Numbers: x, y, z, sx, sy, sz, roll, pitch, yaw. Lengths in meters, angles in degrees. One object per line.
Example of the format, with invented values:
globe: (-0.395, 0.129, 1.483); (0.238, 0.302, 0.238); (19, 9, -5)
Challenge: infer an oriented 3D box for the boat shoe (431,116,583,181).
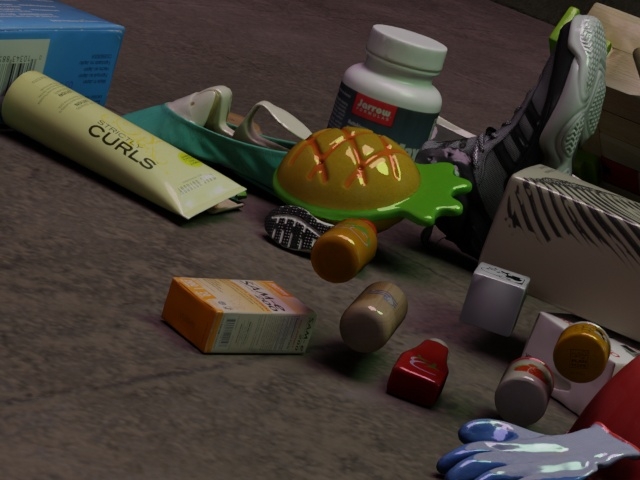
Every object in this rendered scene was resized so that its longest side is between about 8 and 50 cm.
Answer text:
boat shoe: (0.160, -0.064, 1.910); (0.335, 0.095, 0.112); (29, -17, 25)

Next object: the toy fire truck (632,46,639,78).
toy fire truck: (0.364, -0.054, 1.761); (0.158, 0.246, 0.217); (26, 18, 27)

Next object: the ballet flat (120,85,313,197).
ballet flat: (-0.085, -0.107, 1.751); (0.247, 0.087, 0.083); (21, 14, 14)

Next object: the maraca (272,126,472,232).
maraca: (0.047, -0.052, 1.637); (0.186, 0.099, 0.127); (9, 37, 13)

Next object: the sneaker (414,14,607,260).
sneaker: (0.178, -0.098, 1.688); (0.153, 0.268, 0.101); (17, 10, 18)

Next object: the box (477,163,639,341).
box: (0.278, 0.031, 1.446); (0.275, 0.094, 0.113); (22, 15, 14)

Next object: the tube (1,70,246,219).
tube: (-0.188, -0.086, 1.627); (0.240, 0.070, 0.062); (29, -17, 23)

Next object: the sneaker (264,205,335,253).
sneaker: (0.000, 0.000, 1.589); (0.109, 0.040, 0.044); (19, -11, 17)

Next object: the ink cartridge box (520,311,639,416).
ink cartridge box: (0.247, 0.105, 1.443); (0.135, 0.056, 0.099); (5, 21, -39)

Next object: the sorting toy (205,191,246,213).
sorting toy: (-0.103, -0.044, 1.655); (0.062, 0.012, 0.083); (23, 17, 21)

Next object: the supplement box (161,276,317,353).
supplement box: (-0.061, 0.056, 1.313); (0.098, 0.036, 0.062); (4, 21, -42)

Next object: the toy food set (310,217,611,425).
toy food set: (0.105, 0.062, 1.332); (0.232, 0.111, 0.104); (18, 16, 9)

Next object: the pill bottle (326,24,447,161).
pill bottle: (0.065, -0.126, 1.807); (0.108, 0.180, 0.108); (16, 16, -5)

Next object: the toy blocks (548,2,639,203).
toy blocks: (0.406, -0.099, 1.939); (0.261, 0.190, 0.381); (25, -23, 26)

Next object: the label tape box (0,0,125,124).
label tape box: (-0.405, -0.222, 1.763); (0.334, 0.105, 0.241); (25, 17, 25)

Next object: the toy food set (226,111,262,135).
toy food set: (-0.101, -0.124, 1.918); (0.083, 0.020, 0.083); (3, 21, -43)

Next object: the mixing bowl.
mixing bowl: (0.279, 0.138, 1.291); (0.181, 0.098, 0.181); (16, 16, -5)

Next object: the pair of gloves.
pair of gloves: (0.177, 0.167, 1.165); (0.159, 0.023, 0.198); (-9, 30, -34)
